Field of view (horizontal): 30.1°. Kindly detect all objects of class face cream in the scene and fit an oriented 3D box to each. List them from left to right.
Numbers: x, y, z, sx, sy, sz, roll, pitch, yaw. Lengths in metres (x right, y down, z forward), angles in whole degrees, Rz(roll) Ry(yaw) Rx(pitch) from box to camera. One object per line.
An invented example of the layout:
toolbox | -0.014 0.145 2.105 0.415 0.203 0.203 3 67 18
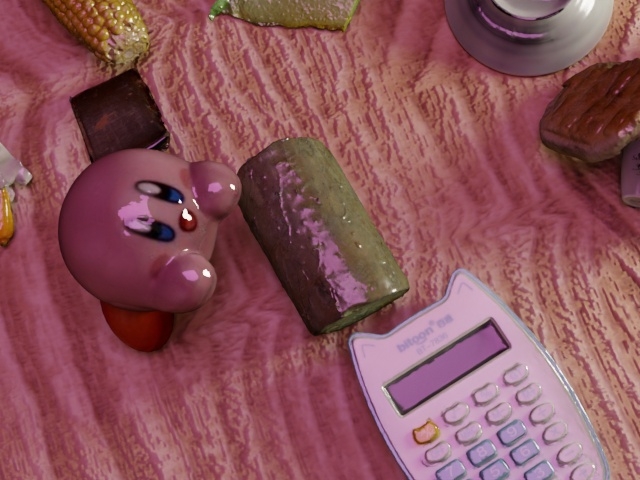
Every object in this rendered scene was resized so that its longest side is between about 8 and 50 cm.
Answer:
face cream | 0.479 -0.137 1.734 0.072 0.051 0.182 13 71 12

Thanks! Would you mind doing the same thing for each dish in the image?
dish | 0.317 -0.385 1.800 0.260 0.085 0.260 -1 75 5

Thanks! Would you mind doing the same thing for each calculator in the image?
calculator | 0.219 0.247 1.613 0.256 0.054 0.386 -31 73 -8

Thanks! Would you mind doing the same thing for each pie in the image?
pie | 0.407 -0.192 1.703 0.195 0.046 0.195 -30 36 24

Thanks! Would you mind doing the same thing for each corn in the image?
corn | -0.390 -0.415 1.840 0.130 0.130 0.347 -34 75 -9

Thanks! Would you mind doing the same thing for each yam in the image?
yam | 0.000 0.000 1.657 0.161 0.161 0.268 -28 70 -7

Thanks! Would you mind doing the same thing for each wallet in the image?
wallet | -0.294 -0.173 1.746 0.122 0.031 0.232 -26 40 -3

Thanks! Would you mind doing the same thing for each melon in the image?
melon | -0.046 -0.372 1.860 0.261 0.053 0.114 -6 89 5

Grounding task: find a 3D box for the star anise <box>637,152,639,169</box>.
star anise | 0.527 -0.122 1.661 0.229 0.093 0.236 -19 113 -29

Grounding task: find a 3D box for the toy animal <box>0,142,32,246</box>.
toy animal | -0.520 -0.057 1.754 0.127 0.131 0.182 17 61 42

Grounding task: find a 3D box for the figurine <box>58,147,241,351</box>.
figurine | -0.247 -0.009 1.594 0.211 0.261 0.270 20 73 -16
